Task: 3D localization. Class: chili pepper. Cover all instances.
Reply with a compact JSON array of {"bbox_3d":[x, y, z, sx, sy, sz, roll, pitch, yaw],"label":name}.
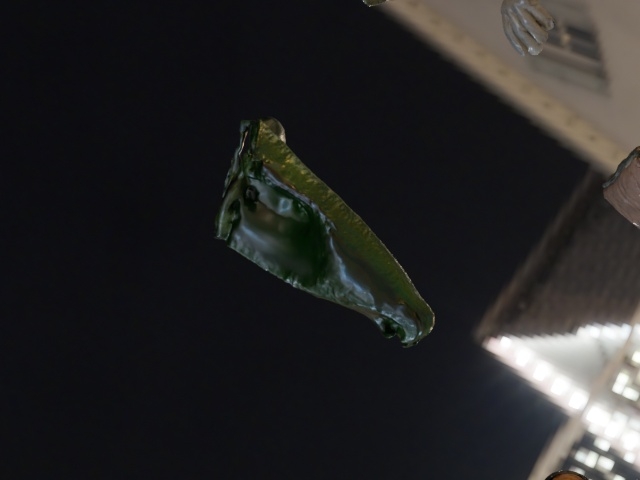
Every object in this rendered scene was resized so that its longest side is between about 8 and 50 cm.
[{"bbox_3d":[-0.002,0.001,1.305,0.062,0.216,0.108,-30,-21,-39],"label":"chili pepper"}]

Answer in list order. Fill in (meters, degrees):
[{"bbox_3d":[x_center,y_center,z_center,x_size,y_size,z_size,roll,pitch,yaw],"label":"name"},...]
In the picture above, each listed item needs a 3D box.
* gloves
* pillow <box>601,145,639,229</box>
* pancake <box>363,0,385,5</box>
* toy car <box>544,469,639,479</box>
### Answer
[{"bbox_3d":[0.157,-0.183,1.362,0.037,0.044,0.081,-11,-96,-17],"label":"gloves"},{"bbox_3d":[0.407,-0.009,1.854,0.043,0.232,0.126,-56,-2,-17],"label":"pillow"},{"bbox_3d":[0.064,-0.282,1.622,0.116,0.022,0.130,-25,-54,-24],"label":"pancake"},{"bbox_3d":[0.301,0.372,1.923,0.142,0.247,0.200,-71,-17,-57],"label":"toy car"}]
